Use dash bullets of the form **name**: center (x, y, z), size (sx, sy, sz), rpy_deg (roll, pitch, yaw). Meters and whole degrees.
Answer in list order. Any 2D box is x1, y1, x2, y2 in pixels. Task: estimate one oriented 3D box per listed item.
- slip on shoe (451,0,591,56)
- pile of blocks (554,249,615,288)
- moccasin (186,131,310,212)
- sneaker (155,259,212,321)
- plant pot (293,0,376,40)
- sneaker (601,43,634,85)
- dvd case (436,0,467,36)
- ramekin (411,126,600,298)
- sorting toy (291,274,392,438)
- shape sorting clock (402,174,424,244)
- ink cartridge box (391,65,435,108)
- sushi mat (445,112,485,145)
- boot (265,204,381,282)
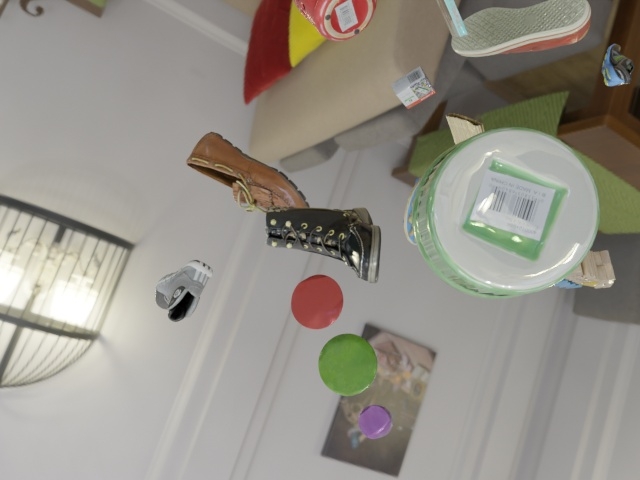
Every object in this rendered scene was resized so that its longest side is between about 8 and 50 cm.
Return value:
- **slip on shoe**: center (0.470, -0.493, 1.295), size (0.331, 0.123, 0.101), rpy_deg (3, 169, 39)
- **pile of blocks**: center (0.644, 0.053, 1.452), size (0.361, 0.113, 0.149), rpy_deg (13, 153, -33)
- **moccasin**: center (-0.194, -0.147, 1.460), size (0.380, 0.147, 0.139), rpy_deg (34, 163, 6)
- **sneaker**: center (-0.351, 0.145, 1.304), size (0.086, 0.132, 0.228), rpy_deg (32, 135, -23)
- **plant pot**: center (0.040, -0.616, 1.365), size (0.191, 0.191, 0.174), rpy_deg (35, -158, -56)
- **sneaker**: center (0.884, -0.517, 1.614), size (0.078, 0.188, 0.067), rpy_deg (7, 139, 13)
- **dvd case**: center (0.176, -0.325, 0.756), size (0.087, 0.013, 0.119), rpy_deg (60, -162, -15)
- **ramekin**: center (0.313, -0.046, 0.931), size (0.303, 0.304, 0.148), rpy_deg (19, 180, 7)
- **sorting toy**: center (0.061, 0.250, 1.195), size (0.366, 0.127, 0.126), rpy_deg (63, -171, 19)
- **shape sorting clock**: center (0.292, -0.086, 1.492), size (0.040, 0.206, 0.206), rpy_deg (15, 169, 38)
- **ink cartridge box**: center (0.186, -0.287, 1.051), size (0.062, 0.029, 0.115), rpy_deg (-28, 161, 20)
- **sushi mat**: center (0.404, -0.171, 1.385), size (0.317, 0.019, 0.151), rpy_deg (64, 175, -27)
- **boot**: center (0.000, 0.001, 0.869), size (0.178, 0.085, 0.236), rpy_deg (3, -160, -5)
